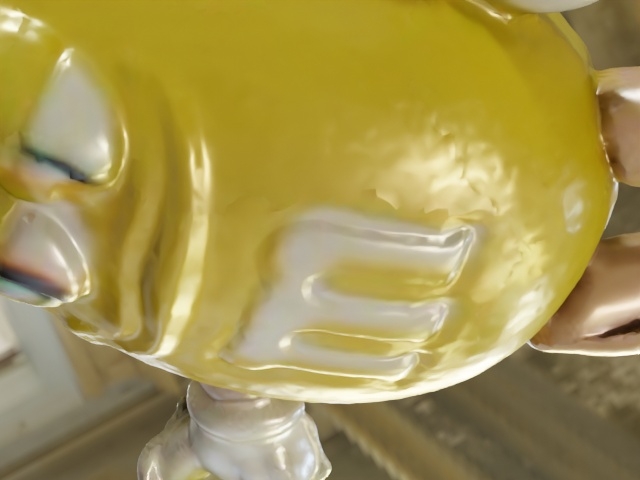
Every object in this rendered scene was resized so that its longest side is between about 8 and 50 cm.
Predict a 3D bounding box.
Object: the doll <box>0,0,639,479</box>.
[{"bbox_3d":[0.032,-0.011,0.735,0.161,0.423,0.348,-82,154,-48],"label":"doll"}]
